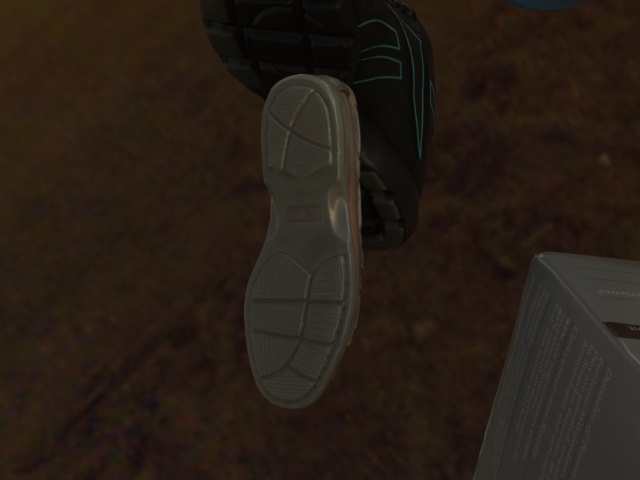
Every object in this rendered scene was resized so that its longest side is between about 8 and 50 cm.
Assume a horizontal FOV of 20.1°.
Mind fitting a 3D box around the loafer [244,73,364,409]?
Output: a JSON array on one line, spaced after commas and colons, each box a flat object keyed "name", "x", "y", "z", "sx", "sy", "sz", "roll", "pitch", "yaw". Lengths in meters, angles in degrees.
[{"name": "loafer", "x": 0.000, "y": 0.000, "z": 0.680, "sx": 0.045, "sy": 0.125, "sz": 0.039, "roll": 7, "pitch": 9, "yaw": 26}]

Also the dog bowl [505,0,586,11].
[{"name": "dog bowl", "x": 0.079, "y": -0.221, "z": 0.794, "sx": 0.074, "sy": 0.297, "sz": 0.166, "roll": 1, "pitch": 64, "yaw": 50}]

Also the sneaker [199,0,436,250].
[{"name": "sneaker", "x": 0.006, "y": -0.114, "z": 1.069, "sx": 0.101, "sy": 0.267, "sz": 0.106, "roll": 11, "pitch": 53, "yaw": 26}]

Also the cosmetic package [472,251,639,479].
[{"name": "cosmetic package", "x": 0.137, "y": 0.093, "z": 0.503, "sx": 0.238, "sy": 0.127, "sz": 0.107, "roll": -128, "pitch": 49, "yaw": -68}]
